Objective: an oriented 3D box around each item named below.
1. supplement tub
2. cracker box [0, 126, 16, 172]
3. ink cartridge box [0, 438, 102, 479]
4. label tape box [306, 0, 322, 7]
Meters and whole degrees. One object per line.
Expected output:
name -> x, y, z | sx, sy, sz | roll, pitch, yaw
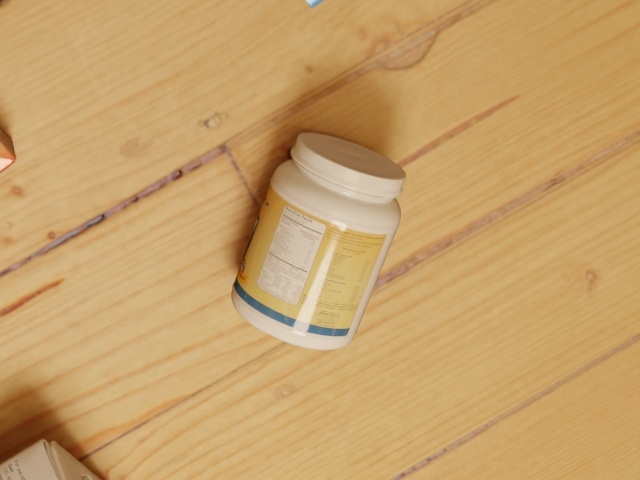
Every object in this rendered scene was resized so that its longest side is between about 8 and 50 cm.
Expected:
supplement tub -> 0.000, 0.000, 1.460 | 0.144, 0.144, 0.200 | 14, 108, -21
cracker box -> -0.430, -0.123, 1.330 | 0.155, 0.067, 0.232 | -37, 118, 1
ink cartridge box -> -0.356, 0.359, 1.486 | 0.278, 0.117, 0.201 | -31, 149, -1
label tape box -> 0.016, -0.400, 1.272 | 0.240, 0.106, 0.334 | -35, 120, 2
